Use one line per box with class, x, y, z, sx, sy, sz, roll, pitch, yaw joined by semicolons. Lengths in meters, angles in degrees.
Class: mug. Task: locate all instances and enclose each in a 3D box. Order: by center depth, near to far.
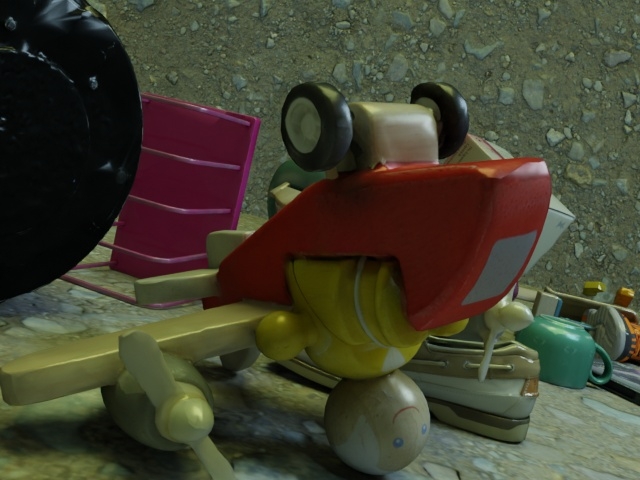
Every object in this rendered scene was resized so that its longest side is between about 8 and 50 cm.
mug;0.408;0.185;1.138;0.158;0.097;0.129;11;5;-32

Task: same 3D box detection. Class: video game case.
video game case;0.572;0.262;1.190;0.196;0.026;0.274;12;4;-27

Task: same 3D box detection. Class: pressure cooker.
pressure cooker;-0.460;-0.146;0.745;0.421;0.369;0.376;21;4;31

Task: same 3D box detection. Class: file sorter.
file sorter;-0.243;-0.065;0.966;0.202;0.290;0.182;16;8;18

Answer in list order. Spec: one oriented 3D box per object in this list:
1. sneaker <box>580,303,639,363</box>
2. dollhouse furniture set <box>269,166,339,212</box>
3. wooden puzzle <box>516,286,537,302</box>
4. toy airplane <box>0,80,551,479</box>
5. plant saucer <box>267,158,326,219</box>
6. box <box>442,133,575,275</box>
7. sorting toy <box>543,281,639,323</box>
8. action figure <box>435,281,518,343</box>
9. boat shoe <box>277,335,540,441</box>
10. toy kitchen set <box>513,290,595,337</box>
sneaker;0.703;0.220;1.493;0.180;0.124;0.321;14;4;11
dollhouse furniture set;-0.048;0.000;1.090;0.174;0.303;0.356;-33;37;-31
wooden puzzle;0.389;0.102;1.864;0.322;0.080;0.348;15;-7;-18
toy airplane;-0.002;0.068;0.573;0.386;0.272;0.384;-21;-12;7
plant saucer;0.000;0.000;1.234;0.044;0.317;0.318;-34;34;-31
box;0.330;-0.070;1.256;0.127;0.148;0.232;14;31;-37
sorting toy;0.673;0.184;1.678;0.229;0.041;0.307;18;-24;19
action figure;0.324;0.073;1.330;0.276;0.247;0.370;19;9;39
boat shoe;0.095;0.131;0.759;0.303;0.103;0.113;15;4;5
toy kitchen set;0.518;0.179;1.415;0.166;0.122;0.207;15;5;8
